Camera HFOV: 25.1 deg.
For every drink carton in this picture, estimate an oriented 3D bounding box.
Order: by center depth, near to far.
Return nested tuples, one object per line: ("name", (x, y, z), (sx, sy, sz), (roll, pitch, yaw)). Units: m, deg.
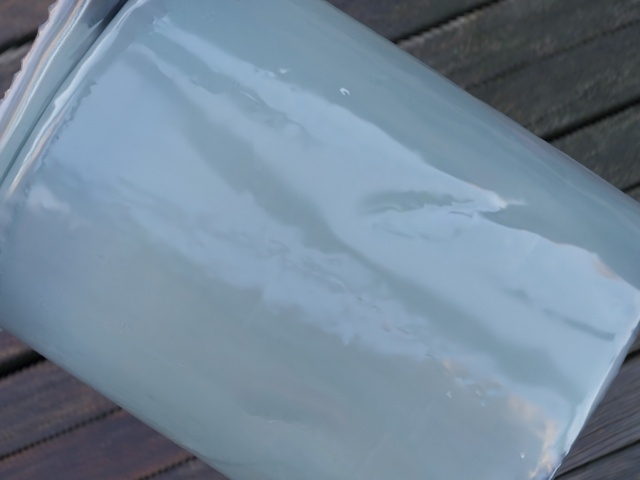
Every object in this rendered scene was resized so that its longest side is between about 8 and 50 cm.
("drink carton", (0.000, 0.000, 0.465), (0.190, 0.191, 0.185), (29, 104, 3))
